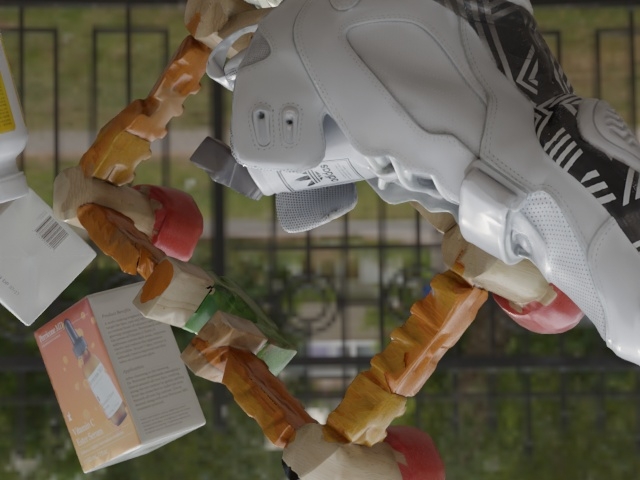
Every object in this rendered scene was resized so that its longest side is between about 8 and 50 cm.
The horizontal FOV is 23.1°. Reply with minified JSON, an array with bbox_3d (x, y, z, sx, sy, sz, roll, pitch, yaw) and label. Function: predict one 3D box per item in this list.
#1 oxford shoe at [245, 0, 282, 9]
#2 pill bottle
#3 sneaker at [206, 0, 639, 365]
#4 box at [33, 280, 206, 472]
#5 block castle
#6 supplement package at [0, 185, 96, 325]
[{"bbox_3d":[-0.017,-0.281,1.574,0.449,0.130,0.169,-3,174,16],"label":"oxford shoe"},{"bbox_3d":[-0.327,-0.122,1.435,0.103,0.184,0.103,-14,-173,2],"label":"pill bottle"},{"bbox_3d":[0.075,-0.039,0.977,0.210,0.366,0.137,-29,154,2],"label":"sneaker"},{"bbox_3d":[-0.220,0.149,1.705,0.091,0.171,0.130,-14,168,-41],"label":"box"},{"bbox_3d":[0.000,0.000,1.401,0.453,0.303,0.213,44,-168,34],"label":"block castle"},{"bbox_3d":[-0.428,0.000,2.125,0.139,0.134,0.244,48,168,-25],"label":"supplement package"}]
